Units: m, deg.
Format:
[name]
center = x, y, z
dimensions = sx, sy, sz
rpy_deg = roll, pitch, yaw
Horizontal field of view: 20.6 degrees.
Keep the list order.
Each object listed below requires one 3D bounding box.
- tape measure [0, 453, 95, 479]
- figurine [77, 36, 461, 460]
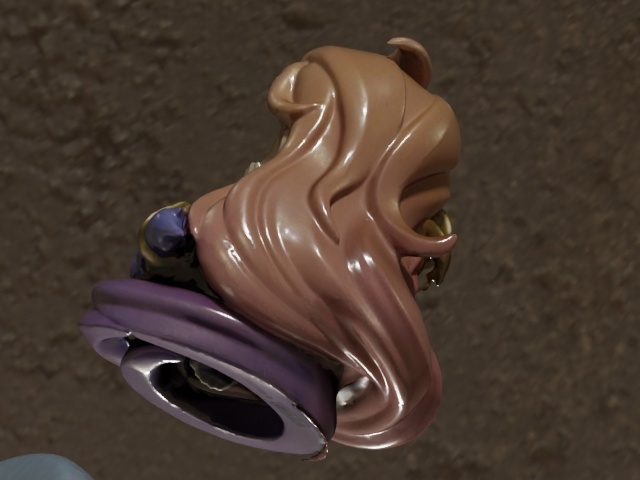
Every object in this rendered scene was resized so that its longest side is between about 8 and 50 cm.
[tape measure]
center = -0.119, 0.142, 0.493
dimensions = 0.182, 0.181, 0.107
rpy_deg = -20, 113, 49
[figurine]
center = 0.003, 0.004, 0.606
dimensions = 0.126, 0.157, 0.114
rpy_deg = 45, 171, -30
